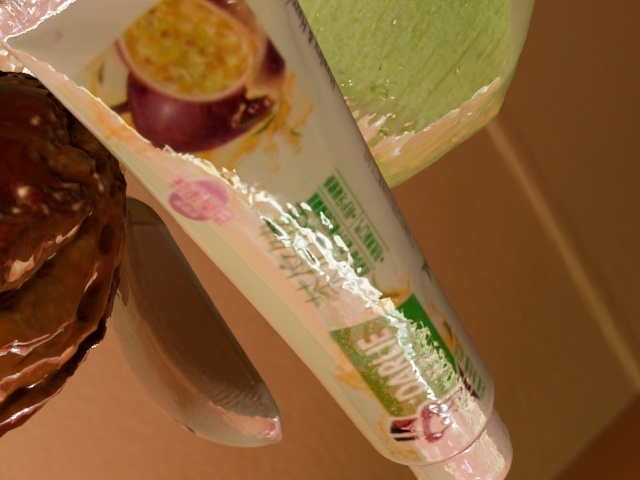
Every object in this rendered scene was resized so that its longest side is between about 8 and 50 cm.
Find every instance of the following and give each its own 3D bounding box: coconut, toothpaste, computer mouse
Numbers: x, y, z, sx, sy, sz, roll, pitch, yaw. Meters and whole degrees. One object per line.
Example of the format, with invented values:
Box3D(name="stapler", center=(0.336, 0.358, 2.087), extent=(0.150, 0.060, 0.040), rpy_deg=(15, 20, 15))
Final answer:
Box3D(name="coconut", center=(0.000, -0.201, 1.204), extent=(0.328, 0.281, 0.329), rpy_deg=(2, -106, -7))
Box3D(name="toothpaste", center=(0.000, 0.000, 0.593), extent=(0.314, 0.056, 0.058), rpy_deg=(55, -139, -50))
Box3D(name="computer mouse", center=(-0.088, 0.046, 1.020), extent=(0.056, 0.089, 0.182), rpy_deg=(-32, -86, -21))

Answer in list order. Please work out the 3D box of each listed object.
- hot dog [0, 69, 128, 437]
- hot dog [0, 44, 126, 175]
Box3D(name="hot dog", center=(-0.234, 0.024, 0.782), extent=(0.267, 0.387, 0.174), rpy_deg=(-16, -91, -30))
Box3D(name="hot dog", center=(-0.278, -0.124, 1.192), extent=(0.365, 0.196, 0.367), rpy_deg=(47, -125, -41))
